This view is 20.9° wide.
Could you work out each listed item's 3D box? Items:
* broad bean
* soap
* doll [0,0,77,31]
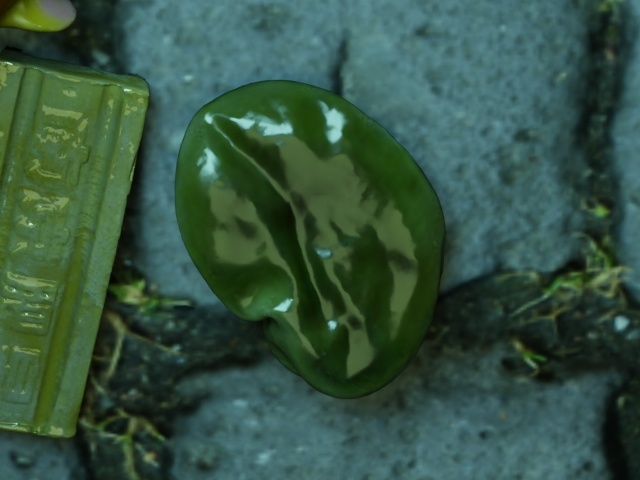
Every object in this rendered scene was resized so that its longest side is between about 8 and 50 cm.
[{"bbox_3d":[-0.001,-0.001,1.062,0.153,0.072,0.207,-25,115,-8],"label":"broad bean"},{"bbox_3d":[-0.174,0.009,1.066,0.092,0.037,0.252,11,114,-11],"label":"soap"},{"bbox_3d":[-0.228,-0.225,0.883,0.166,0.162,0.269,-19,128,-14],"label":"doll"}]
